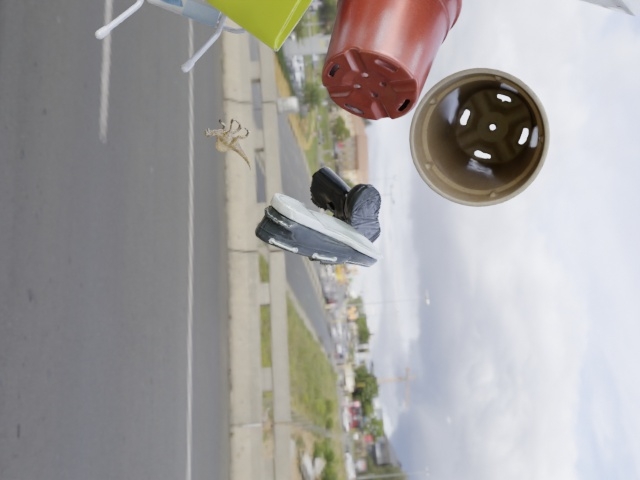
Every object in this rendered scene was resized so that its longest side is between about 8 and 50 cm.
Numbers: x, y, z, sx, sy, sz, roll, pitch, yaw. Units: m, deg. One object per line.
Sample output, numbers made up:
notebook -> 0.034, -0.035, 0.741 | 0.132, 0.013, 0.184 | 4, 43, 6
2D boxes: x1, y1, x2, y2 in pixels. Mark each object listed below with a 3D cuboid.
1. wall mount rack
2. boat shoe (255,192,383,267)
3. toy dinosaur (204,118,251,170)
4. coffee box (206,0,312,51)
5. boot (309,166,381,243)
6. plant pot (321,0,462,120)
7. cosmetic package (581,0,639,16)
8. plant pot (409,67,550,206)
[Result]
wall mount rack -> -0.317, -0.525, 1.440 | 0.130, 0.350, 0.304 | 44, 69, -83
boat shoe -> 0.000, 0.000, 1.302 | 0.091, 0.302, 0.114 | -55, -144, 13
toy dinosaur -> -0.233, -0.267, 1.735 | 0.183, 0.092, 0.053 | 34, 8, -43
coffee box -> -0.095, -0.627, 1.183 | 0.338, 0.337, 0.334 | -44, -159, 38
boot -> 0.051, -0.108, 1.598 | 0.207, 0.094, 0.246 | 45, -12, 25
plant pot -> 0.133, -0.411, 1.358 | 0.272, 0.272, 0.265 | 85, 20, -62
cosmetic package -> 0.440, -0.585, 1.261 | 0.284, 0.377, 0.097 | 45, -70, 43
plant pot -> 0.430, -0.283, 1.707 | 0.305, 0.334, 0.334 | -36, 124, -63
